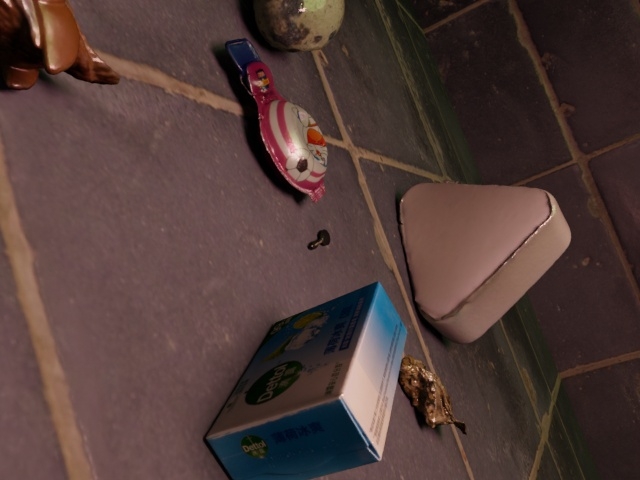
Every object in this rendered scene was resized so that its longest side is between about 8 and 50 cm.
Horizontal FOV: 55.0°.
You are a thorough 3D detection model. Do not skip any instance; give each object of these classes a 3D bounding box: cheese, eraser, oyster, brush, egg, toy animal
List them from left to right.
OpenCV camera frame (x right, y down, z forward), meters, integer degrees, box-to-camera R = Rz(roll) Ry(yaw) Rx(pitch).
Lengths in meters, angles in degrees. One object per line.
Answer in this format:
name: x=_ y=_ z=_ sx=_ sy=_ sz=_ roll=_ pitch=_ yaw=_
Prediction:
toy animal: x=-0.231 y=-0.161 z=0.445 sx=0.188 sy=0.089 sz=0.179 roll=50 pitch=45 yaw=-36
cheese: x=-0.054 y=-0.165 z=0.845 sx=0.244 sy=0.062 sz=0.155 roll=62 pitch=25 yaw=-11
egg: x=-0.035 y=-0.366 z=0.971 sx=0.141 sy=0.141 sz=0.181 roll=60 pitch=32 yaw=-16
brush: x=0.000 y=0.000 z=0.879 sx=0.024 sy=0.008 sz=0.083 roll=69 pitch=22 yaw=-5
oyster: x=0.176 y=0.245 z=0.981 sx=0.177 sy=0.056 sz=0.105 roll=48 pitch=18 yaw=-39
eraser: x=0.291 y=0.046 z=1.222 sx=0.150 sy=0.331 sz=0.331 roll=44 pitch=32 yaw=-46

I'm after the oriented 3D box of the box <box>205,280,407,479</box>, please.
box: x=-0.002 y=0.133 z=0.585 sx=0.073 sy=0.139 sz=0.194 roll=60 pitch=24 yaw=-14
